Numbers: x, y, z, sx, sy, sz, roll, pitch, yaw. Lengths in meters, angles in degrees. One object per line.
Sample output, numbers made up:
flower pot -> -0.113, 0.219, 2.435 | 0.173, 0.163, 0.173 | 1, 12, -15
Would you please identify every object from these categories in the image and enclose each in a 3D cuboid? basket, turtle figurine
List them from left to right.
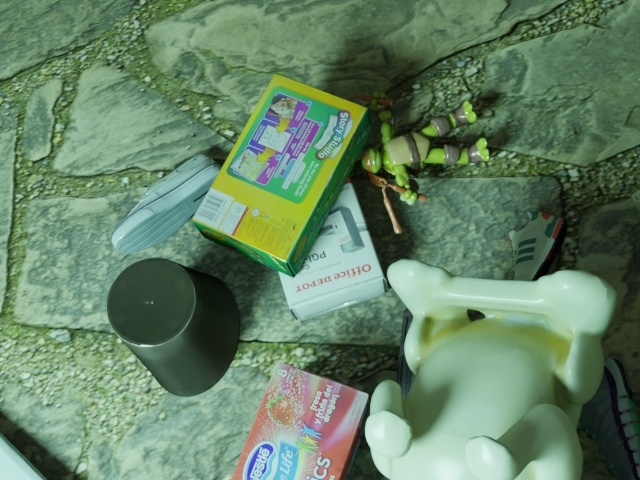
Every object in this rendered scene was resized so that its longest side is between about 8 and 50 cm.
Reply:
basket -> -0.219, 0.116, 1.181 | 0.154, 0.227, 0.204 | 6, 72, 8
turtle figurine -> 0.159, -0.138, 1.298 | 0.218, 0.087, 0.269 | -15, 62, -4

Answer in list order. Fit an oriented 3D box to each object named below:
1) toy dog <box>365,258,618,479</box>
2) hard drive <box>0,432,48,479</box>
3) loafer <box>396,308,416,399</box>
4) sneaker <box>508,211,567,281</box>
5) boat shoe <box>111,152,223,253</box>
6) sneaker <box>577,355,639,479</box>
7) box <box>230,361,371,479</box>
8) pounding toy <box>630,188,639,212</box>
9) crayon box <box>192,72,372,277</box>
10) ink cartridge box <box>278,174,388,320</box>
toy dog -> 0.186, 0.275, 0.988 | 0.285, 0.395, 0.407 | 9, 61, 20
hard drive -> -0.546, 0.388, 1.197 | 0.308, 0.040, 0.203 | 35, 71, 22
loafer -> 0.143, 0.238, 1.180 | 0.095, 0.109, 0.302 | 4, 65, 28
sneaker -> 0.325, 0.024, 1.250 | 0.075, 0.057, 0.161 | 24, 77, 30
boat shoe -> -0.261, -0.064, 1.333 | 0.226, 0.083, 0.076 | -34, 59, -17
sneaker -> 0.416, 0.285, 1.148 | 0.098, 0.083, 0.223 | -16, 65, 23
box -> -0.040, 0.343, 1.127 | 0.142, 0.154, 0.299 | 18, 76, 12
pounding toy -> 0.617, -0.023, 1.212 | 0.181, 0.094, 0.206 | -24, 80, -7
crayon box -> -0.054, -0.104, 1.217 | 0.165, 0.081, 0.278 | 24, 76, 16
ink cartridge box -> 0.000, 0.000, 1.267 | 0.159, 0.092, 0.217 | -19, 72, 1
